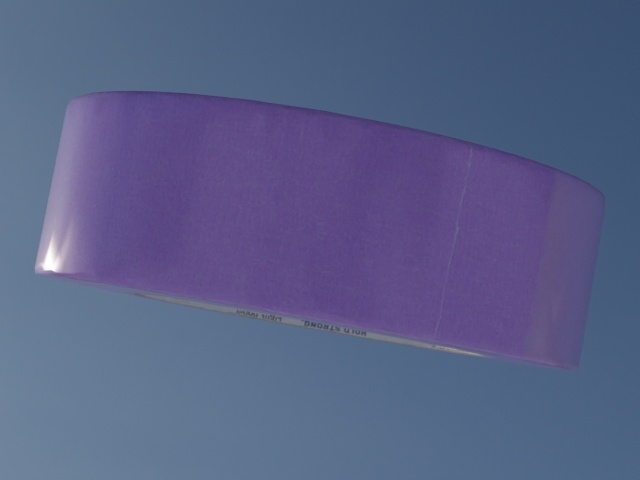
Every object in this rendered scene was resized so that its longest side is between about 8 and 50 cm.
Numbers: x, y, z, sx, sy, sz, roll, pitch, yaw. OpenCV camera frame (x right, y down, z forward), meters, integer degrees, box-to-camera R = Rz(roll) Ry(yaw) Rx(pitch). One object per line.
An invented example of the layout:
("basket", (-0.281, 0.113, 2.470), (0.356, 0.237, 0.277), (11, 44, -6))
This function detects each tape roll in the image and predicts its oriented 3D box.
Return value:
("tape roll", (0.000, 0.000, 0.717), (0.275, 0.090, 0.275), (11, -5, 1))
